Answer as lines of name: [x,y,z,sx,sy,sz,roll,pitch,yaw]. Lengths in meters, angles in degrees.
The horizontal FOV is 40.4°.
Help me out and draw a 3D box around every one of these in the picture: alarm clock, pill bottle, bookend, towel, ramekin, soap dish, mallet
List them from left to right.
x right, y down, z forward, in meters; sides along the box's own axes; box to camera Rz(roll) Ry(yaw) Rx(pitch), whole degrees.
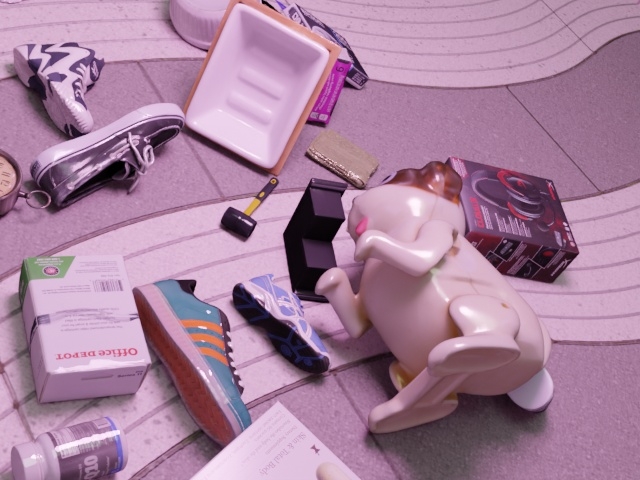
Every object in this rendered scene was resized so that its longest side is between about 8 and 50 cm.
alarm clock: [-0.536,-0.088,1.413,0.192,0.064,0.129,17,44,-10]
pill bottle: [-0.333,0.286,1.155,0.137,0.078,0.078,-10,55,-34]
ramekin: [-0.231,-0.533,1.911,0.207,0.109,0.207,1,68,-3]
mallet: [-0.131,-0.075,1.646,0.062,0.039,0.189,25,38,-2]
soap dish: [-0.118,-0.307,1.703,0.229,0.290,0.118,28,24,-1]
bookend: [0.000,0.000,1.551,0.072,0.157,0.156,8,46,-22]
towel: [0.048,-0.176,1.840,0.148,0.027,0.110,31,41,4]

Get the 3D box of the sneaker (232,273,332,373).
sneaker: [-0.051,0.133,1.453,0.211,0.080,0.081,46,48,15]

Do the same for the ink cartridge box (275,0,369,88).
ink cartridge box: [0.005,-0.467,2.018,0.206,0.045,0.208,21,32,-52]

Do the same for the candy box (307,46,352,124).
candy box: [-0.070,-0.349,1.839,0.234,0.159,0.071,9,35,-20]

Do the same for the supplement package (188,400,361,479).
supplement package: [-0.050,0.395,1.115,0.263,0.198,0.199,41,43,12]

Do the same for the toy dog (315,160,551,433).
toy dog: [0.194,0.056,1.458,0.396,0.284,0.407,-8,59,-24]

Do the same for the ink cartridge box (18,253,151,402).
ink cartridge box: [-0.353,0.127,1.289,0.153,0.087,0.208,-1,49,-29]

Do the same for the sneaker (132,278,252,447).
sneaker: [-0.171,0.170,1.331,0.121,0.108,0.302,-18,59,-34]

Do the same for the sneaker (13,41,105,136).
sneaker: [-0.454,-0.298,1.635,0.153,0.094,0.235,-27,56,-33]

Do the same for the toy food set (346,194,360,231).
toy food set: [0.154,-0.031,1.750,0.192,0.038,0.132,22,43,-8]

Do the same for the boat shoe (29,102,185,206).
boat shoe: [-0.351,-0.148,1.538,0.306,0.113,0.105,-29,74,-40]

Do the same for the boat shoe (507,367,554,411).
boat shoe: [0.331,0.181,1.602,0.108,0.102,0.301,-34,66,3]

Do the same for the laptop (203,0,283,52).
laptop: [-0.140,-0.458,2.019,0.234,0.136,0.264,43,18,13]

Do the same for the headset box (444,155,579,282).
headset box: [0.366,-0.046,1.826,0.293,0.110,0.218,11,46,-19]

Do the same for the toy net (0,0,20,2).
toy net: [-0.638,-0.583,1.844,0.122,0.045,0.232,23,43,-8]
